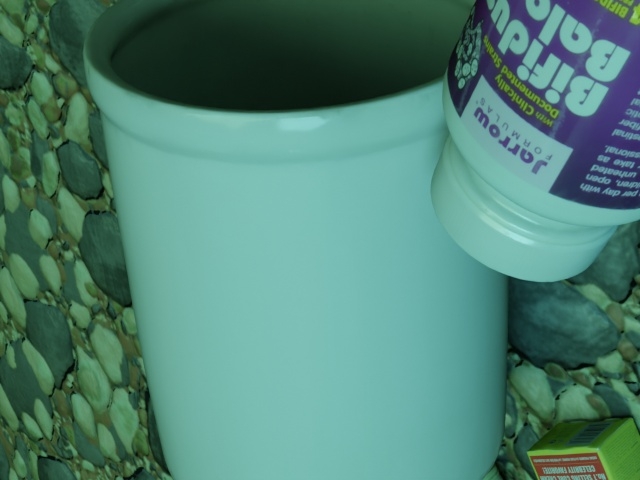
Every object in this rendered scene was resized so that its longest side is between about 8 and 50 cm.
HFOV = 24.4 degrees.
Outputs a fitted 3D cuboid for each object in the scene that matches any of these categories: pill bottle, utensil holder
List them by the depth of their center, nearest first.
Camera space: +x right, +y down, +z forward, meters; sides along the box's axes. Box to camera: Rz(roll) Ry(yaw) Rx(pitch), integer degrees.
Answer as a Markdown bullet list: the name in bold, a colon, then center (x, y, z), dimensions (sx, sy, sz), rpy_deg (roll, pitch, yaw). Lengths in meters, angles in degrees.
- **pill bottle**: center (0.172, -0.116, 0.893), dimensions (0.169, 0.169, 0.302), rpy_deg (42, 138, 19)
- **utensil holder**: center (0.000, 0.000, 1.200), dimensions (0.327, 0.327, 0.386), rpy_deg (20, 129, 37)

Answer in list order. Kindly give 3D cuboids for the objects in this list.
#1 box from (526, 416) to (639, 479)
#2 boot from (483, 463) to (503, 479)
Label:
- **box**: center (0.266, 0.270, 1.287), dimensions (0.087, 0.058, 0.232), rpy_deg (-11, 105, 48)
- **boot**: center (0.132, 0.310, 1.436), dimensions (0.213, 0.077, 0.165), rpy_deg (-34, 89, 47)
